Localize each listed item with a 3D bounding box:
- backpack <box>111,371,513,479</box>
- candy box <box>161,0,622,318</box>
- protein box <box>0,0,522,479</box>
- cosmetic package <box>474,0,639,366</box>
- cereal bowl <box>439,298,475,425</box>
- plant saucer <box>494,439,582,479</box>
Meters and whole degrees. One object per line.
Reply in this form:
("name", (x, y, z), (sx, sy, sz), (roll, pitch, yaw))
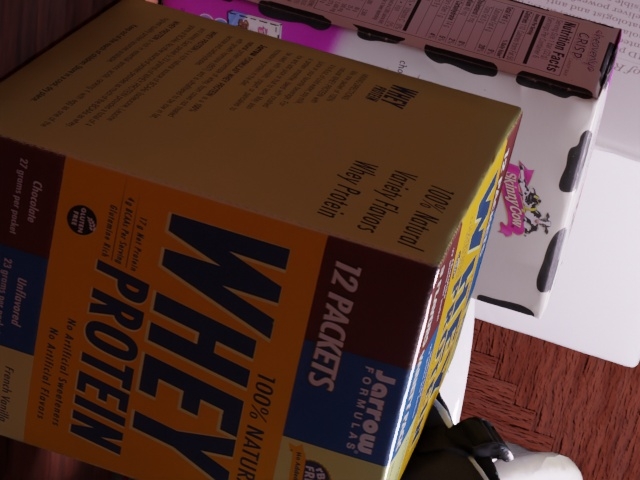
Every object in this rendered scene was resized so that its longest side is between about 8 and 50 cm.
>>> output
("backpack", (-0.004, 0.199, 0.894), (0.225, 0.191, 0.253), (-128, -151, -61))
("candy box", (0.031, -0.066, 0.970), (0.071, 0.233, 0.159), (-63, 167, -46))
("protein box", (-0.038, 0.004, 0.789), (0.200, 0.201, 0.136), (-55, 159, -63))
("cosmetic package", (0.286, -0.134, 2.083), (0.329, 0.327, 0.393), (97, 14, -47))
("cereal bowl", (0.049, 0.176, 1.764), (0.339, 0.141, 0.339), (12, 90, -77))
("plant saucer", (-0.018, 0.223, 1.207), (0.400, 0.100, 0.400), (-26, 159, -11))
